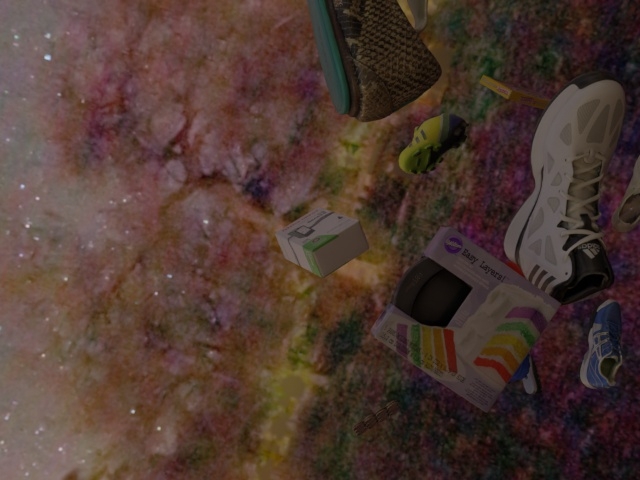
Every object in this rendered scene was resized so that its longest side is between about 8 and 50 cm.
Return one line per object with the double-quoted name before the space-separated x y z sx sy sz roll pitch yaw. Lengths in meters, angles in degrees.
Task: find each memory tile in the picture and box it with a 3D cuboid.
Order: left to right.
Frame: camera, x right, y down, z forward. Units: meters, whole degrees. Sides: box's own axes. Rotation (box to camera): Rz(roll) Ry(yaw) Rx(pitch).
"memory tile" 0.158 0.503 1.697 0.012 0.148 0.113 57 175 31

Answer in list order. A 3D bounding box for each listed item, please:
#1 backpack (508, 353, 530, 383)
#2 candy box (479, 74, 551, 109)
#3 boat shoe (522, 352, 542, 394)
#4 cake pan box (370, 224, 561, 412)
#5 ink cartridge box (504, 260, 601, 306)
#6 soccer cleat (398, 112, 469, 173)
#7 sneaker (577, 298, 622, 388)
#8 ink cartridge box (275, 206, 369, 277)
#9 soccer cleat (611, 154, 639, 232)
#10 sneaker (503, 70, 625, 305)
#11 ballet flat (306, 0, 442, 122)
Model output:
"backpack" 0.429 0.289 1.420 0.120 0.101 0.098 -30 52 54
"candy box" 0.504 -0.369 1.507 0.105 0.206 0.027 51 127 41
"boat shoe" 0.606 0.377 1.733 0.049 0.040 0.142 -46 38 51
"cake pan box" 0.258 0.137 1.092 0.246 0.267 0.070 -54 3 -2
"ink cartridge box" 0.579 0.086 1.518 0.189 0.232 0.066 48 129 41
"soccer cleat" 0.287 -0.265 1.626 0.289 0.121 0.093 -36 -38 -35
"sneaker" 0.656 0.238 1.362 0.081 0.080 0.211 167 117 -75
"ink cartridge box" 0.000 0.000 2.007 0.273 0.198 0.115 23 140 58
"soccer cleat" 0.633 -0.104 1.166 0.196 0.068 0.076 -63 -17 2
"sneaker" 0.499 -0.065 1.112 0.257 0.169 0.447 -105 17 -52
"ballet flat" 0.022 -0.393 0.746 0.164 0.182 0.483 -160 47 -82
